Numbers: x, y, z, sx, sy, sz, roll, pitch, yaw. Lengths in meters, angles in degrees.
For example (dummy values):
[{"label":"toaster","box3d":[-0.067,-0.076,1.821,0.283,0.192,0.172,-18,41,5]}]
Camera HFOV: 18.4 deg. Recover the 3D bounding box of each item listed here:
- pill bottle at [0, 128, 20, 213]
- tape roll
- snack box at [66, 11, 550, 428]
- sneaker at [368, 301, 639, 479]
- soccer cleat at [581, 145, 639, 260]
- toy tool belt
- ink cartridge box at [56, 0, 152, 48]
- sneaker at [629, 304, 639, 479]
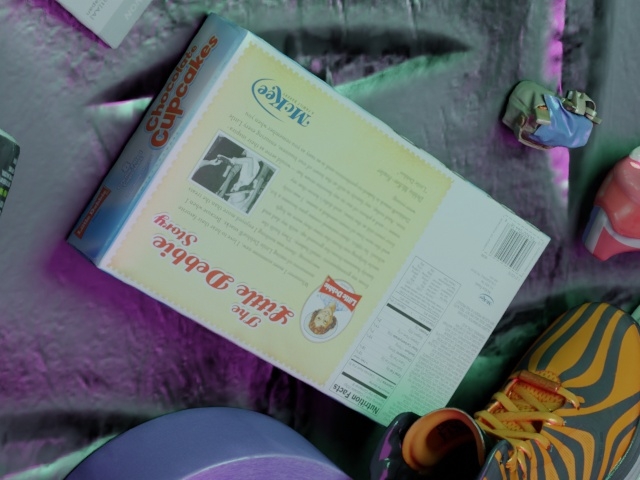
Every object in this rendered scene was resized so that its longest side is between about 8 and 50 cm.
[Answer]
[{"label":"pill bottle","box3d":[-0.275,0.036,1.177,0.130,0.130,0.245,21,82,-35]},{"label":"tape roll","box3d":[-0.083,0.263,1.438,0.275,0.090,0.275,-12,115,-27]},{"label":"snack box","box3d":[0.000,0.000,1.399,0.322,0.060,0.187,32,91,-35]},{"label":"sneaker","box3d":[0.143,0.147,1.445,0.321,0.125,0.180,-60,145,-26]},{"label":"soccer cleat","box3d":[0.316,-0.030,1.575,0.248,0.083,0.095,-3,140,-35]},{"label":"toy tool belt","box3d":[0.181,-0.089,1.476,0.083,0.051,0.052,9,104,-33]},{"label":"ink cartridge box","box3d":[-0.123,-0.284,1.218,0.275,0.060,0.239,-54,150,-2]},{"label":"sneaker","box3d":[0.296,0.144,1.602,0.366,0.135,0.150,-41,138,-8]}]
